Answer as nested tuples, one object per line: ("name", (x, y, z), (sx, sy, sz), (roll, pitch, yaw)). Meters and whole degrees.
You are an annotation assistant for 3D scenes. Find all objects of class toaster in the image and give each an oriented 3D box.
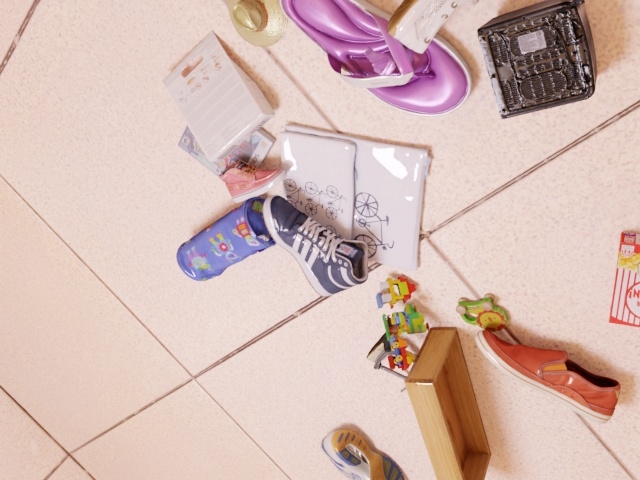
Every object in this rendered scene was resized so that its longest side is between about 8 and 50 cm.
("toaster", (0.376, -0.314, 1.084), (0.186, 0.110, 0.168), (-10, 115, 32))

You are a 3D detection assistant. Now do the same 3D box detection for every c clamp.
("c clamp", (0.197, 0.325, 1.613), (0.161, 0.022, 0.137), (33, 125, -25))

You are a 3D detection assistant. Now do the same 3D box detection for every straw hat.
("straw hat", (-0.143, -0.454, 1.299), (0.145, 0.061, 0.144), (13, 124, 20))

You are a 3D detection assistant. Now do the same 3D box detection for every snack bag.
("snack bag", (0.070, -0.082, 1.442), (0.343, 0.037, 0.322), (14, 125, 20))

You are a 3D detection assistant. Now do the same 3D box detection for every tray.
("tray", (0.312, 0.433, 1.536), (0.076, 0.203, 0.410), (-4, 118, 30))

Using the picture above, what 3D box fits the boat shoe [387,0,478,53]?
("boat shoe", (0.235, -0.441, 1.092), (0.096, 0.098, 0.277), (33, 123, -19))

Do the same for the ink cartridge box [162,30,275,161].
("ink cartridge box", (-0.230, -0.316, 1.428), (0.181, 0.056, 0.224), (-36, 79, 26))

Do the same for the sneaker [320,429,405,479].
("sneaker", (0.125, 0.658, 1.860), (0.296, 0.112, 0.131), (48, 146, -5))

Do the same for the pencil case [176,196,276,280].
("pencil case", (-0.226, 0.005, 1.599), (0.306, 0.119, 0.133), (-28, 106, 38))

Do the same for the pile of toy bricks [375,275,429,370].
("pile of toy bricks", (0.201, 0.196, 1.495), (0.105, 0.212, 0.118), (-7, 157, -8))

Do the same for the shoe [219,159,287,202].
("shoe", (-0.159, -0.147, 1.469), (0.178, 0.063, 0.081), (-17, 114, 43))

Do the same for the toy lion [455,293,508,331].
("toy lion", (0.369, 0.170, 1.452), (0.100, 0.034, 0.096), (-13, 121, 33))

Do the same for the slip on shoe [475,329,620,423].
("slip on shoe", (0.497, 0.276, 1.409), (0.331, 0.123, 0.101), (28, 106, 10))

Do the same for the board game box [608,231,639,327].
("board game box", (0.646, 0.083, 1.239), (0.147, 0.045, 0.193), (7, 123, 24))

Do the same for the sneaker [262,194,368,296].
("sneaker", (0.000, 0.000, 1.440), (0.153, 0.099, 0.282), (-16, 117, 42))

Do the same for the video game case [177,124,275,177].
("video game case", (-0.225, -0.229, 1.510), (0.201, 0.023, 0.183), (38, 129, 1))

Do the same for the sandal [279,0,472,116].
("sandal", (0.086, -0.357, 1.214), (0.416, 0.102, 0.169), (33, 129, 5))

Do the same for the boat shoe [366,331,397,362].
("boat shoe", (0.164, 0.268, 1.612), (0.045, 0.050, 0.135), (33, 139, 1))
